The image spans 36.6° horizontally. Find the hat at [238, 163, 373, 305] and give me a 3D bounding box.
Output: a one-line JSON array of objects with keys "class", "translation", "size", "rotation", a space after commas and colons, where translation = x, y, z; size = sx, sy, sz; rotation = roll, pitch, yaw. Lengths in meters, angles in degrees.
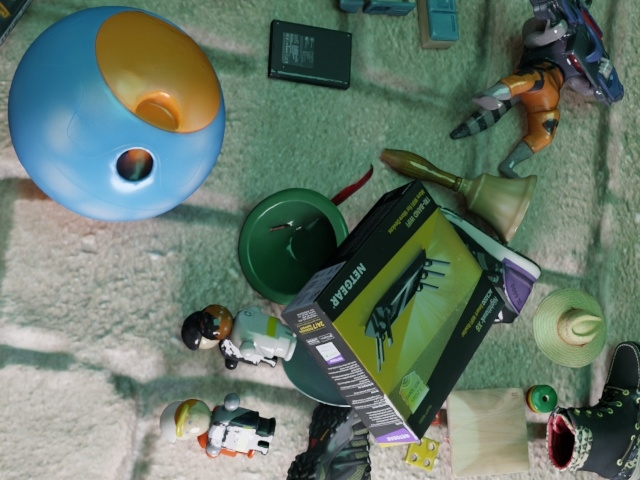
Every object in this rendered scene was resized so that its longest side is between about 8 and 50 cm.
[{"class": "hat", "translation": [0.000, 0.000, 1.511], "size": [0.208, 0.183, 0.173], "rotation": [-27, 83, 20]}]

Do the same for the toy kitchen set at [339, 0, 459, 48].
[{"class": "toy kitchen set", "translation": [0.143, -0.396, 1.550], "size": [0.207, 0.166, 0.122], "rotation": [-2, 81, -19]}]

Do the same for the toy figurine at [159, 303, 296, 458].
[{"class": "toy figurine", "translation": [-0.132, 0.192, 1.334], "size": [0.148, 0.209, 0.213], "rotation": [16, 76, -8]}]

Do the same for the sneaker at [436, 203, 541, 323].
[{"class": "sneaker", "translation": [0.214, 0.038, 1.537], "size": [0.283, 0.107, 0.124], "rotation": [29, 79, -12]}]

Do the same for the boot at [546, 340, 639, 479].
[{"class": "boot", "translation": [0.456, 0.270, 1.565], "size": [0.178, 0.085, 0.237], "rotation": [14, 80, -33]}]

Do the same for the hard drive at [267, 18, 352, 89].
[{"class": "hard drive", "translation": [-0.016, -0.298, 1.556], "size": [0.135, 0.022, 0.094], "rotation": [6, 79, -18]}]

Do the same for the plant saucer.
[{"class": "plant saucer", "translation": [0.037, 0.184, 1.443], "size": [0.194, 0.038, 0.195], "rotation": [2, 40, -2]}]

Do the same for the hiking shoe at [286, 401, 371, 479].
[{"class": "hiking shoe", "translation": [0.036, 0.311, 1.448], "size": [0.114, 0.086, 0.227], "rotation": [49, 61, -30]}]

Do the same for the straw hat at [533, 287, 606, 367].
[{"class": "straw hat", "translation": [0.433, 0.144, 1.612], "size": [0.144, 0.061, 0.145], "rotation": [3, 79, -18]}]

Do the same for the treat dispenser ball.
[{"class": "treat dispenser ball", "translation": [-0.272, -0.168, 1.306], "size": [0.288, 0.288, 0.288], "rotation": [3, 80, -18]}]

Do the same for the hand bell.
[{"class": "hand bell", "translation": [0.213, -0.096, 1.566], "size": [0.242, 0.126, 0.126], "rotation": [24, 73, 3]}]

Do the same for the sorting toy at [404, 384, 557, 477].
[{"class": "sorting toy", "translation": [0.249, 0.302, 1.529], "size": [0.274, 0.046, 0.132], "rotation": [-1, 81, -20]}]

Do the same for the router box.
[{"class": "router box", "translation": [0.114, 0.097, 1.373], "size": [0.243, 0.081, 0.309], "rotation": [53, 47, -14]}]

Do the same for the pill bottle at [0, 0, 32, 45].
[{"class": "pill bottle", "translation": [-0.460, -0.378, 1.362], "size": [0.130, 0.130, 0.246], "rotation": [32, 72, -11]}]

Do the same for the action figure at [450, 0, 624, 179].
[{"class": "action figure", "translation": [0.346, -0.308, 1.606], "size": [0.330, 0.178, 0.341], "rotation": [-53, 124, -24]}]
